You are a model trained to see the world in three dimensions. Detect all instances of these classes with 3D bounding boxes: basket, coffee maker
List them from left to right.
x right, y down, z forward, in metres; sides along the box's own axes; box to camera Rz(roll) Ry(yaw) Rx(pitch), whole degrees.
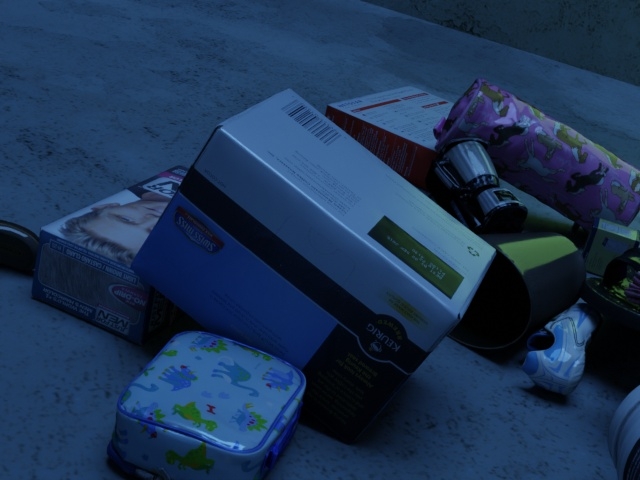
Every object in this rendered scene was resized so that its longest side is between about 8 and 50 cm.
[{"bbox_3d":[0.263,-0.060,2.021,0.120,0.171,0.178,-15,53,-12],"label":"coffee maker"},{"bbox_3d":[0.281,0.060,1.743,0.204,0.154,0.227,27,22,34],"label":"basket"}]

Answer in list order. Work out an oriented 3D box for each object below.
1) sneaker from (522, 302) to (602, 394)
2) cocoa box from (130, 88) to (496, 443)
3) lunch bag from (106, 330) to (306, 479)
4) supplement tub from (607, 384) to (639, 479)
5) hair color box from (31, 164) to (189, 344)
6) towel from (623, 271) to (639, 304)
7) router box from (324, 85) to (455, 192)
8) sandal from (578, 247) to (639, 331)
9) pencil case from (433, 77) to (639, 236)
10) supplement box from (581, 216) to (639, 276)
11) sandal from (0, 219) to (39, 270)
[{"bbox_3d":[0.340,0.138,1.669,0.086,0.085,0.237,30,25,8],"label":"sneaker"},{"bbox_3d":[-0.004,0.024,1.438,0.347,0.228,0.231,38,27,4],"label":"cocoa box"},{"bbox_3d":[-0.116,0.191,1.288,0.176,0.090,0.219,17,24,10],"label":"lunch bag"},{"bbox_3d":[0.437,0.279,1.277,0.191,0.191,0.272,8,24,-13],"label":"supplement tub"},{"bbox_3d":[-0.219,0.008,1.625,0.174,0.105,0.347,21,25,17],"label":"hair color box"},{"bbox_3d":[0.529,0.180,1.440,0.237,0.037,0.329,37,5,-44],"label":"towel"},{"bbox_3d":[0.214,-0.207,2.380,0.301,0.082,0.335,27,26,27],"label":"router box"},{"bbox_3d":[0.498,0.063,1.797,0.167,0.107,0.446,24,13,16],"label":"sandal"},{"bbox_3d":[0.397,-0.142,2.134,0.386,0.167,0.160,31,21,-5],"label":"pencil case"},{"bbox_3d":[0.497,0.016,2.035,0.083,0.083,0.056,19,23,10],"label":"supplement box"},{"bbox_3d":[-0.474,0.001,1.551,0.219,0.090,0.060,20,45,-5],"label":"sandal"}]
